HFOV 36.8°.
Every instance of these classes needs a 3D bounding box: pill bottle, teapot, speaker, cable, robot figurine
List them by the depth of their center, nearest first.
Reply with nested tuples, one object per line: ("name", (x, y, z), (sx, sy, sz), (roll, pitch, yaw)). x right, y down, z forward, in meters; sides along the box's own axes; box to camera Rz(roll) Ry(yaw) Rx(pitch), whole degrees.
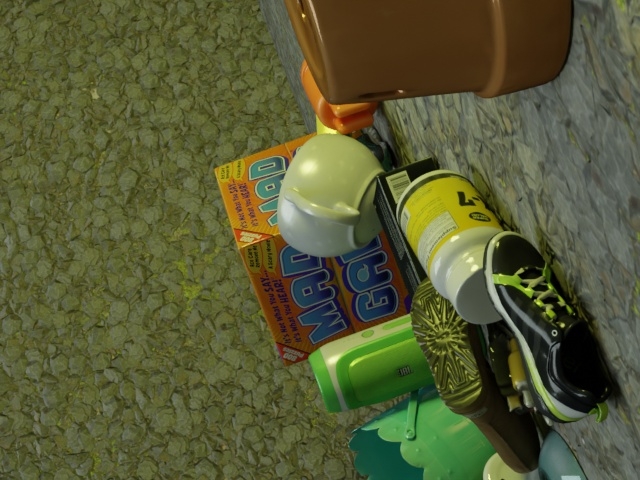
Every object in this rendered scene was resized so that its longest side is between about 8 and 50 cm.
("pill bottle", (0.186, 0.007, 1.259), (0.208, 0.119, 0.119), (-114, 5, -51))
("cable", (0.273, 0.130, 1.367), (0.139, 0.072, 0.287), (46, -150, -53))
("pill bottle", (0.327, 0.432, 1.595), (0.103, 0.103, 0.184), (-113, 5, -45))
("speaker", (0.135, 0.205, 1.703), (0.131, 0.297, 0.131), (160, 90, -87))
("teapot", (0.049, -0.071, 1.785), (0.187, 0.256, 0.252), (20, 148, 24))
("robot figurine", (0.035, -0.300, 1.862), (0.158, 0.128, 0.219), (24, -151, -37))

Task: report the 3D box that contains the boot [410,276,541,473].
("boot", (0.234, 0.201, 1.433), (0.269, 0.089, 0.236), (44, -147, -48))

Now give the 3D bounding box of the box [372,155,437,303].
("box", (0.179, 0.017, 1.583), (0.184, 0.103, 0.261), (97, 152, -78))

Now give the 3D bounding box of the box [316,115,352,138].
("box", (0.030, -0.258, 2.073), (0.087, 0.058, 0.232), (41, -136, -64))

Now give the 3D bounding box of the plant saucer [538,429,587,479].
("plant saucer", (0.354, 0.371, 1.383), (0.195, 0.038, 0.194), (159, 90, -87))

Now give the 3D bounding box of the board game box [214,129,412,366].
("board game box", (0.000, 0.000, 2.223), (0.356, 0.357, 0.356), (-115, 5, -55))

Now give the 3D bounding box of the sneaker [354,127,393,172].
("sneaker", (0.099, -0.174, 1.976), (0.166, 0.076, 0.065), (-117, 7, -64))

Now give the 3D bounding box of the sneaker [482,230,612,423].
("sneaker", (0.262, 0.088, 1.065), (0.234, 0.084, 0.097), (68, 153, 13))

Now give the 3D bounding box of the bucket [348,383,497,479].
("bucket", (0.201, 0.399, 1.726), (0.281, 0.183, 0.281), (43, 152, 31))

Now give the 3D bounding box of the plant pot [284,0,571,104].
("plant pot", (0.071, -0.251, 0.878), (0.291, 0.204, 0.290), (161, 90, -87))

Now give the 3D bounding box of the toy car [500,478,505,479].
("toy car", (0.352, 0.463, 1.365), (0.239, 0.053, 0.225), (48, 174, -23))
